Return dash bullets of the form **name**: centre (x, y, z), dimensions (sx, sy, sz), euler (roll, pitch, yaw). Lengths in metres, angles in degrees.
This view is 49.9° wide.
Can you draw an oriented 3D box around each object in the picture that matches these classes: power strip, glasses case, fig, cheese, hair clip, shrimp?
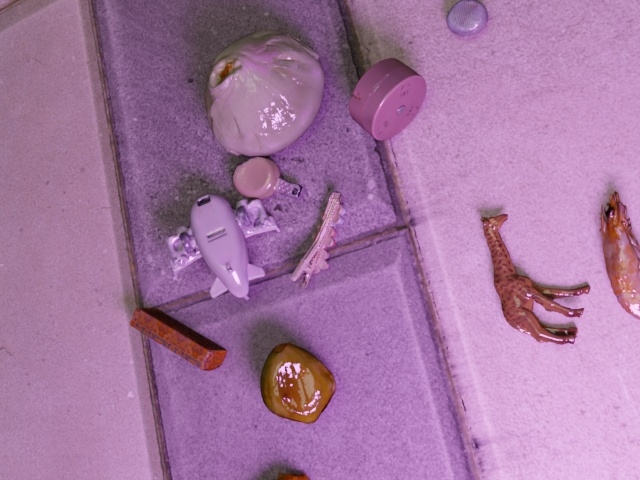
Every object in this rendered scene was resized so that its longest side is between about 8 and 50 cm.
- **power strip**: centre (0.136, -0.280, 1.368), dimensions (0.078, 0.154, 0.154), euler (44, 99, 27)
- **glasses case**: centre (-0.315, 0.216, 1.514), dimensions (0.218, 0.075, 0.049), euler (25, 93, 25)
- **fig**: centre (-0.049, 0.280, 1.345), dimensions (0.144, 0.154, 0.165), euler (-25, 116, 8)
- **cheese**: centre (-0.114, -0.135, 1.506), dimensions (0.171, 0.047, 0.092), euler (1, 83, 24)
- **hair clip**: centre (0.004, 0.003, 1.431), dimensions (0.062, 0.056, 0.214), euler (21, 81, 41)
- **shrimp**: centre (0.556, 0.023, 1.180), dimensions (0.133, 0.053, 0.236), euler (-18, 77, 22)

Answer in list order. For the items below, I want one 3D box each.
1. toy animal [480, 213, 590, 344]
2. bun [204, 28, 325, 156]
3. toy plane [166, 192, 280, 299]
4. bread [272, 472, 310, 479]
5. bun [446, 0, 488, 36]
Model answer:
- **toy animal**: centre (0.370, 0.075, 1.254), dimensions (0.149, 0.054, 0.275), euler (-48, 65, 6)
- **bun**: centre (-0.144, -0.334, 1.480), dimensions (0.293, 0.187, 0.293), euler (-5, 77, 21)
- **toy plane**: centre (-0.209, 0.010, 1.484), dimensions (0.252, 0.118, 0.252), euler (-2, 72, 7)
- **bread**: centre (-0.119, 0.571, 1.365), dimensions (0.271, 0.077, 0.139), euler (-37, 65, 16)
- **bun**: centre (0.296, -0.446, 1.383), dimensions (0.083, 0.045, 0.083), euler (-5, 78, 26)
